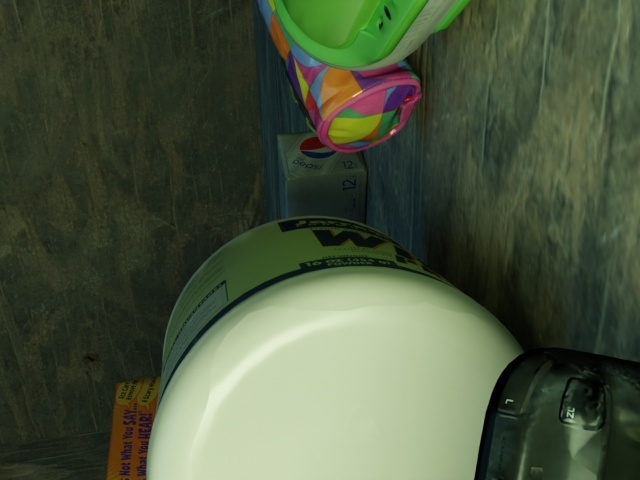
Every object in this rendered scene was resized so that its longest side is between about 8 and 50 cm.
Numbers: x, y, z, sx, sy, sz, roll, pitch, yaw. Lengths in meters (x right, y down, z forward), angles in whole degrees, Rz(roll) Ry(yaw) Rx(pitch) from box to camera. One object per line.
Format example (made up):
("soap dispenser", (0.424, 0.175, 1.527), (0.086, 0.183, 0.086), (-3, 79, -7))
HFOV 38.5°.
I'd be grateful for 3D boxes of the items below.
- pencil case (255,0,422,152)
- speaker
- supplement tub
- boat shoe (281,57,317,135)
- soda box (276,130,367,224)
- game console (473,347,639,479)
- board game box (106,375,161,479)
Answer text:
("pencil case", (0.006, -0.192, 0.770), (0.104, 0.104, 0.236), (99, 153, -66))
("speaker", (0.039, -0.187, 0.530), (0.296, 0.131, 0.131), (152, 111, -83))
("supplement tub", (0.003, 0.109, 0.646), (0.325, 0.235, 0.236), (-129, 33, -78))
("boat shoe", (0.000, -0.181, 1.048), (0.228, 0.081, 0.069), (-110, 19, -54))
("soda box", (0.000, 0.000, 1.158), (0.091, 0.098, 0.286), (-103, 9, -46))
("game console", (0.090, 0.224, 0.345), (0.044, 0.213, 0.361), (6, 85, 51))
("board game box", (-0.106, 0.423, 1.340), (0.356, 0.356, 0.356), (-113, 18, -67))
